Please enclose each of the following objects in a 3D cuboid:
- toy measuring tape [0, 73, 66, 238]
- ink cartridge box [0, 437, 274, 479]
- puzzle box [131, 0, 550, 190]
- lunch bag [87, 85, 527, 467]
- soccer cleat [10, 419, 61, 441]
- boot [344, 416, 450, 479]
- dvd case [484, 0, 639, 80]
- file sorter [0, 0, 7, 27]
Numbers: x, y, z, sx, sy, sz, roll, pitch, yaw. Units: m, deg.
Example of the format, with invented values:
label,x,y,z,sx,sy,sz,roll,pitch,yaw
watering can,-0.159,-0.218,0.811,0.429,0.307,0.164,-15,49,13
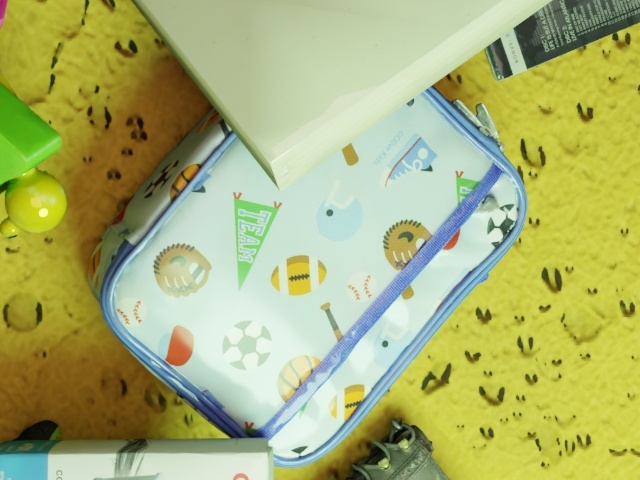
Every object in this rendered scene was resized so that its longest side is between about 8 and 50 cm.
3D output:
label,x,y,z,sx,sy,sz,roll,pitch,yaw
toy measuring tape,-0.307,-0.112,1.031,0.330,0.121,0.121,41,86,2
ink cartridge box,-0.127,0.207,1.026,0.190,0.082,0.140,-1,87,0
puzzle box,0.058,-0.253,1.046,0.409,0.052,0.272,-35,69,-7
lunch bag,0.000,0.000,1.105,0.243,0.115,0.303,44,87,-17
soccer cleat,-0.265,0.186,1.090,0.179,0.060,0.072,-44,92,-5
boot,-0.008,0.221,1.151,0.229,0.091,0.263,-45,105,-12
dvd case,0.208,-0.240,1.174,0.221,0.018,0.165,-24,103,-11
file sorter,-0.282,-0.213,0.910,0.202,0.182,0.291,14,55,-15
